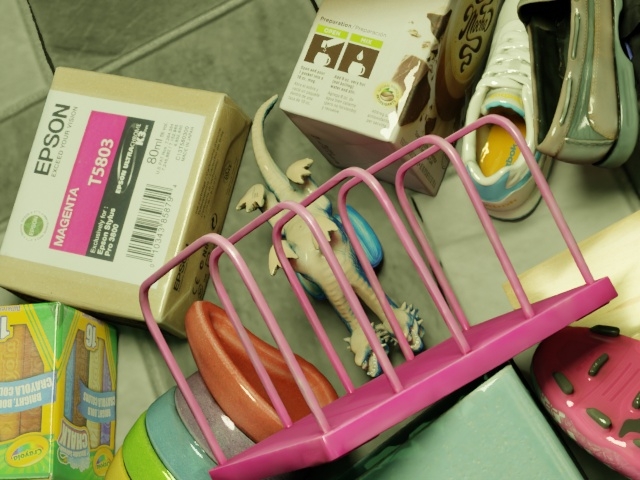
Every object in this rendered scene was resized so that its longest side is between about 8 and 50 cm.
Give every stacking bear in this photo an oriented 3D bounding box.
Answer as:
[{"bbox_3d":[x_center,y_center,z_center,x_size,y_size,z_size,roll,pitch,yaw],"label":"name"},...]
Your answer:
[{"bbox_3d":[-0.127,0.227,1.305,0.289,0.175,0.164,-48,33,13],"label":"stacking bear"}]

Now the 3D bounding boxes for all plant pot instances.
[{"bbox_3d":[0.127,0.267,1.174,0.247,0.248,0.252,-37,84,4],"label":"plant pot"}]

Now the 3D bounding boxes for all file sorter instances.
[{"bbox_3d":[0.035,0.042,1.148,0.291,0.202,0.182,-25,88,-31],"label":"file sorter"}]

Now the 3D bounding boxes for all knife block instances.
[{"bbox_3d":[0.324,-0.007,1.264,0.276,0.088,0.242,16,79,21],"label":"knife block"}]

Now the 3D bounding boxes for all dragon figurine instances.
[{"bbox_3d":[0.000,0.000,1.365,0.085,0.144,0.289,-36,48,7],"label":"dragon figurine"}]

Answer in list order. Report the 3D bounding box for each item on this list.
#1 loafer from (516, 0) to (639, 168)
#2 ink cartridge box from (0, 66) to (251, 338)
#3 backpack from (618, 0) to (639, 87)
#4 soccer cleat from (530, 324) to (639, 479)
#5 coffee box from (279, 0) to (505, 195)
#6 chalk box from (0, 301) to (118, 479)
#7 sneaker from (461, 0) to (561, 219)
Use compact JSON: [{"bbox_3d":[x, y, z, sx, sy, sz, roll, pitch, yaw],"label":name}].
[{"bbox_3d":[0.213,-0.191,1.282,0.084,0.096,0.267,1,67,-19],"label":"loafer"},{"bbox_3d":[-0.194,-0.039,1.438,0.193,0.088,0.234,11,79,19],"label":"ink cartridge box"},{"bbox_3d":[0.381,-0.213,1.224,0.263,0.213,0.276,-32,53,44],"label":"backpack"},{"bbox_3d":[0.309,0.192,1.177,0.331,0.143,0.116,29,56,18],"label":"soccer cleat"},{"bbox_3d":[0.090,-0.214,1.354,0.119,0.168,0.297,18,82,21],"label":"coffee box"},{"bbox_3d":[-0.278,0.177,1.379,0.132,0.132,0.213,-6,73,17],"label":"chalk box"},{"bbox_3d":[0.185,-0.139,1.343,0.087,0.092,0.228,6,75,21],"label":"sneaker"}]
